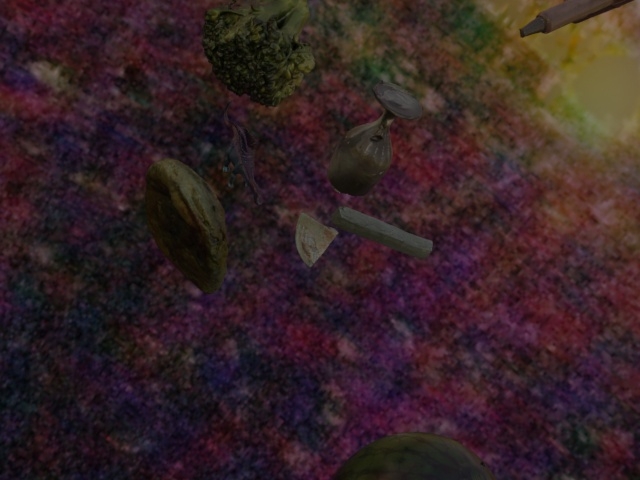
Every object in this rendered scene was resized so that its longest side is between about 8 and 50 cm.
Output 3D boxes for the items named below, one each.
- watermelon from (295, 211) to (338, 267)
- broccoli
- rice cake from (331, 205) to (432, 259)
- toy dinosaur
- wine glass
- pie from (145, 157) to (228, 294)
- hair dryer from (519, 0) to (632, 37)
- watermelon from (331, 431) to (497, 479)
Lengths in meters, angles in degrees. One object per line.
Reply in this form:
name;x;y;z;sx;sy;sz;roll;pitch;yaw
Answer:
watermelon;0.000;0.000;1.256;0.085;0.061;0.085;22;61;-47
broccoli;-0.108;-0.395;1.705;0.288;0.245;0.248;50;-5;35
rice cake;0.134;-0.017;1.838;0.245;0.045;0.042;21;50;-23
toy dinosaur;-0.121;-0.128;1.296;0.045;0.080;0.197;-2;57;-27
wine glass;0.109;-0.209;1.795;0.126;0.241;0.126;19;39;-17
pie;-0.261;-0.022;1.624;0.078;0.277;0.277;-20;54;-31
hair dryer;0.413;-0.372;1.315;0.220;0.195;0.054;-25;97;-31
watermelon;0.175;0.521;1.563;0.363;0.363;0.363;32;21;-14
